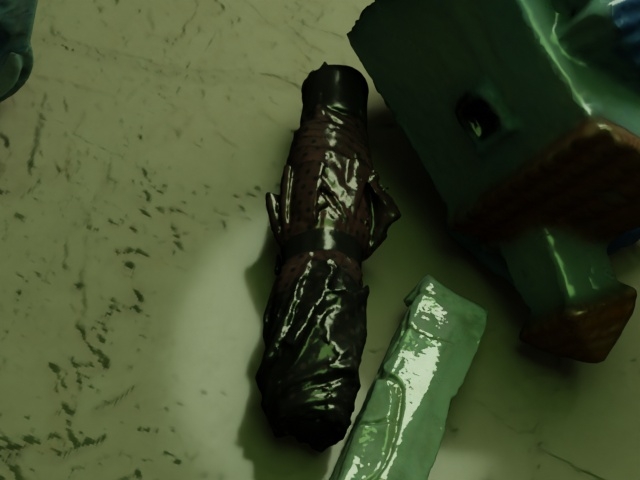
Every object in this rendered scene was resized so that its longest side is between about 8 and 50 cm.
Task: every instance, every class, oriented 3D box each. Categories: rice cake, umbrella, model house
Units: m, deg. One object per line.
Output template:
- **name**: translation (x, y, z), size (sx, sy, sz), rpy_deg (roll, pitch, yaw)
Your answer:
- **rice cake**: translation (0.044, 0.160, 0.886), size (0.066, 0.063, 0.336), rpy_deg (28, 52, -4)
- **umbrella**: translation (0.000, 0.000, 0.969), size (0.090, 0.094, 0.326), rpy_deg (27, 49, -29)
- **model house**: translation (0.213, -0.089, 0.973), size (0.251, 0.295, 0.329), rpy_deg (-16, 78, -30)

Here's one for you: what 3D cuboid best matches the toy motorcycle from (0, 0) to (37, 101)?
- **toy motorcycle**: translation (-0.296, -0.180, 0.881), size (0.241, 0.319, 0.182), rpy_deg (-29, 69, -38)
